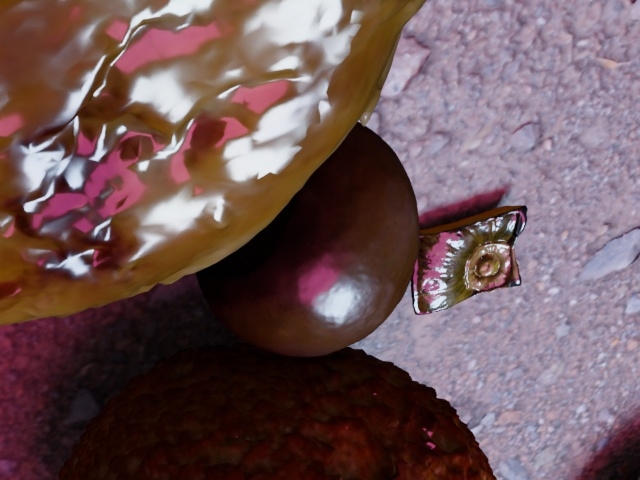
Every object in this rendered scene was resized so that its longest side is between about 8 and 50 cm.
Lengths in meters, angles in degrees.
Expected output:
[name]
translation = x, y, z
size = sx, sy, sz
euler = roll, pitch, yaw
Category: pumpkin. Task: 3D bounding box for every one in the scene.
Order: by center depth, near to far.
[pumpkin]
translation = 0.112, 0.011, 1.129
size = 0.101, 0.035, 0.073
euler = -13, 120, -15

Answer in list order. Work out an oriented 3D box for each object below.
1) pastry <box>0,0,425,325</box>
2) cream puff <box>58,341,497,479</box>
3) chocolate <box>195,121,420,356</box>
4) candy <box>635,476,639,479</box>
[pastry]
translation = -0.139, -0.153, 0.696
size = 0.409, 0.245, 0.410
euler = -15, 135, -15
[cream puff]
translation = -0.031, 0.184, 1.040
size = 0.350, 0.229, 0.350
euler = 5, 159, 2
[chocolate]
translation = 0.000, 0.000, 0.964
size = 0.176, 0.177, 0.177
euler = -15, 133, -17
[candy]
translation = 0.392, 0.306, 1.427
size = 0.295, 0.185, 0.295
euler = -14, 148, -9
